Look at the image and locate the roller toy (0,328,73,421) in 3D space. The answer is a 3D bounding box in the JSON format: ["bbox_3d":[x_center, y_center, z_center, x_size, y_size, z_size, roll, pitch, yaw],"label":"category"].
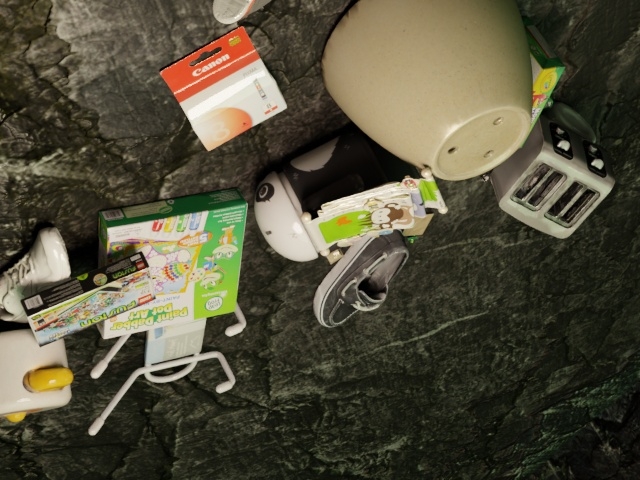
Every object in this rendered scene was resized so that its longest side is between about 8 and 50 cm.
[{"bbox_3d":[-0.520,0.234,2.089,0.209,0.146,0.191,-9,172,-7],"label":"roller toy"}]

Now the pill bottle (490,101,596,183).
[{"bbox_3d":[0.412,-0.158,2.319,0.108,0.108,0.193,11,132,-45],"label":"pill bottle"}]

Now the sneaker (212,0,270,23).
[{"bbox_3d":[-0.082,-0.360,1.724,0.158,0.061,0.065,-33,175,11],"label":"sneaker"}]

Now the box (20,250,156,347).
[{"bbox_3d":[-0.371,0.095,1.996,0.207,0.036,0.114,-23,153,-13],"label":"box"}]

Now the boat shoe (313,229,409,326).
[{"bbox_3d":[0.085,0.090,2.434,0.108,0.102,0.301,1,138,-38],"label":"boat shoe"}]

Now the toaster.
[{"bbox_3d":[0.408,-0.110,2.218,0.168,0.110,0.185,26,123,-19],"label":"toaster"}]

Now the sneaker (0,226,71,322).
[{"bbox_3d":[-0.474,0.068,2.002,0.115,0.090,0.232,-4,141,-28],"label":"sneaker"}]

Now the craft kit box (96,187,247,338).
[{"bbox_3d":[-0.257,0.040,2.108,0.250,0.061,0.246,-12,135,-24],"label":"craft kit box"}]

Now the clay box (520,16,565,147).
[{"bbox_3d":[0.322,-0.254,2.095,0.053,0.127,0.222,-11,146,-26],"label":"clay box"}]

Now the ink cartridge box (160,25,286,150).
[{"bbox_3d":[-0.142,-0.226,1.867,0.145,0.045,0.179,-29,151,1],"label":"ink cartridge box"}]

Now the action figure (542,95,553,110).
[{"bbox_3d":[0.317,-0.203,2.234,0.232,0.063,0.137,-32,145,0],"label":"action figure"}]

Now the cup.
[{"bbox_3d":[0.197,-0.234,1.915,0.331,0.237,0.331,-20,151,-12],"label":"cup"}]

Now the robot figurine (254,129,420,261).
[{"bbox_3d":[0.023,-0.081,2.083,0.278,0.173,0.209,-27,145,-1],"label":"robot figurine"}]

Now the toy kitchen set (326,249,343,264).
[{"bbox_3d":[0.000,0.000,2.274,0.083,0.068,0.075,-33,148,8],"label":"toy kitchen set"}]

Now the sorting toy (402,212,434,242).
[{"bbox_3d":[0.184,-0.023,2.432,0.062,0.012,0.083,-9,141,-36],"label":"sorting toy"}]

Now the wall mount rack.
[{"bbox_3d":[-0.300,0.221,2.309,0.304,0.130,0.350,-13,145,-21],"label":"wall mount rack"}]

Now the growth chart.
[{"bbox_3d":[0.085,-0.041,1.949,0.237,0.021,0.172,-19,152,15],"label":"growth chart"}]
